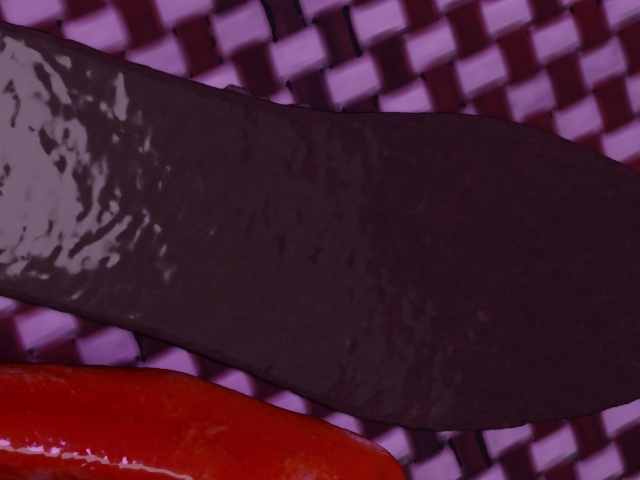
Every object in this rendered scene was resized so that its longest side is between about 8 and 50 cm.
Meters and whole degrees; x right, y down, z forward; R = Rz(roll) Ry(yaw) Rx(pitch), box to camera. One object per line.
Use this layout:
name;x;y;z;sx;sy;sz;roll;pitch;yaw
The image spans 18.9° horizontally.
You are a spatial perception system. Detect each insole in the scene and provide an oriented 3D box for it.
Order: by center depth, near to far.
insole;0.000;0.000;0.632;0.328;0.007;0.111;14;91;-28

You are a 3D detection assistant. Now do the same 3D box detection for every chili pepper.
chili pepper;-0.051;0.070;0.582;0.272;0.071;0.063;18;85;-27
